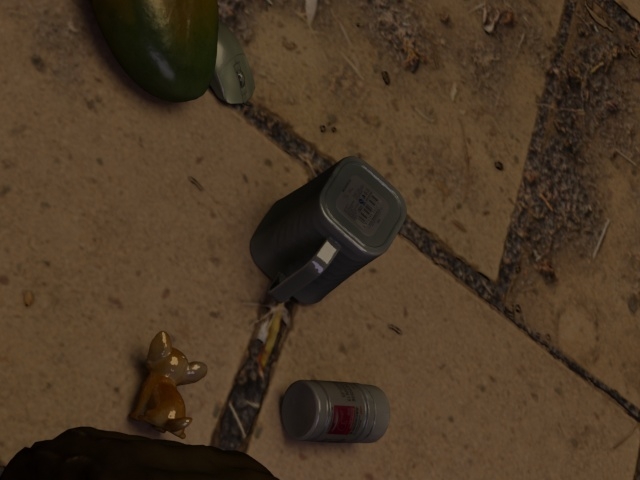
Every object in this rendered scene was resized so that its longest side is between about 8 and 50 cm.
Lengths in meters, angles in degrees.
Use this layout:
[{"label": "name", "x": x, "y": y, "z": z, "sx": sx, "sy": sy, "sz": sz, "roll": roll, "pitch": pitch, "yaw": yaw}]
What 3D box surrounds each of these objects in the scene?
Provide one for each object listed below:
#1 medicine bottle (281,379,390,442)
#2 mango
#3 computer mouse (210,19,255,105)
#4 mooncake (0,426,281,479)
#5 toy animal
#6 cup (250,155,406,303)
[{"label": "medicine bottle", "x": 0.014, "y": 0.162, "z": 1.797, "sx": 0.091, "sy": 0.058, "sz": 0.058, "roll": 7, "pitch": 66, "yaw": -39}, {"label": "mango", "x": -0.156, "y": -0.225, "z": 1.813, "sx": 0.130, "sy": 0.092, "sz": 0.195, "roll": -25, "pitch": 95, "yaw": -44}, {"label": "computer mouse", "x": -0.097, "y": -0.182, "z": 1.880, "sx": 0.110, "sy": 0.032, "sz": 0.056, "roll": 55, "pitch": 46, "yaw": -7}, {"label": "mooncake", "x": -0.145, "y": 0.299, "z": 1.413, "sx": 0.187, "sy": 0.324, "sz": 0.324, "roll": 14, "pitch": 62, "yaw": -33}, {"label": "toy animal", "x": -0.132, "y": 0.128, "z": 1.678, "sx": 0.060, "sy": 0.081, "sz": 0.083, "roll": 28, "pitch": 74, "yaw": -26}, {"label": "cup", "x": 0.000, "y": 0.000, "z": 1.817, "sx": 0.095, "sy": 0.129, "sz": 0.128, "roll": 42, "pitch": 51, "yaw": -10}]
